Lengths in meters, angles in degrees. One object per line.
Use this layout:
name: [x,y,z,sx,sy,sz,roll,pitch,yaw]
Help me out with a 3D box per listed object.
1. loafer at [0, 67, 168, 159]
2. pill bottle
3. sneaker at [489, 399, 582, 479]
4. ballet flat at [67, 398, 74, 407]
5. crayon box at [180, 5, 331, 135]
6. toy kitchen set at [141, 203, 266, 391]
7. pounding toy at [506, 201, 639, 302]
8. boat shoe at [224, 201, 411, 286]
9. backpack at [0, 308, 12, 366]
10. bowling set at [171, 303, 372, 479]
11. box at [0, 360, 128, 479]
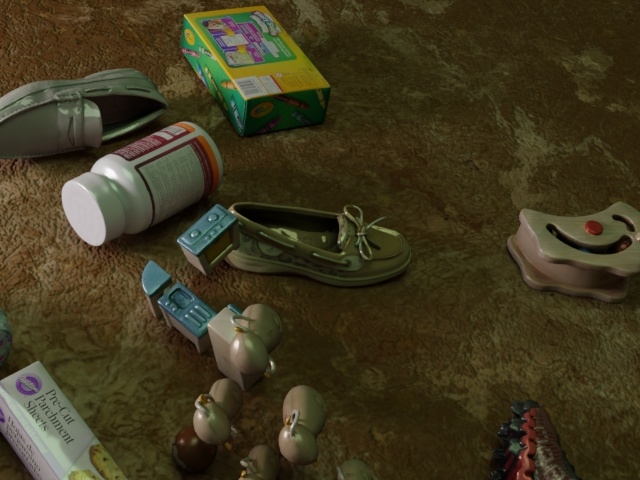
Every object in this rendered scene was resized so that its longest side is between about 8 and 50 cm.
loafer: [-0.383,-0.193,1.522,0.111,0.112,0.319,33,45,32]
pill bottle: [-0.258,-0.083,1.426,0.121,0.121,0.221,37,47,24]
sneaker: [0.277,0.313,1.153,0.135,0.098,0.276,9,44,-4]
ballet flat: [-0.370,0.196,1.148,0.168,0.052,0.057,6,43,-8]
crayon box: [-0.120,-0.308,1.734,0.165,0.081,0.278,-13,48,-26]
toy kitchen set: [-0.120,0.056,1.279,0.207,0.122,0.166,36,64,23]
pounding toy: [0.438,-0.011,1.498,0.269,0.155,0.154,10,47,-4]
boat shoe: [0.000,0.000,1.425,0.285,0.089,0.105,2,43,-12]
backpack: [-0.463,0.123,1.154,0.182,0.152,0.115,-28,72,-40]
bowling set: [-0.077,0.236,1.093,0.287,0.199,0.154,57,9,-7]
box: [-0.244,0.275,1.048,0.067,0.063,0.324,-27,65,-37]
